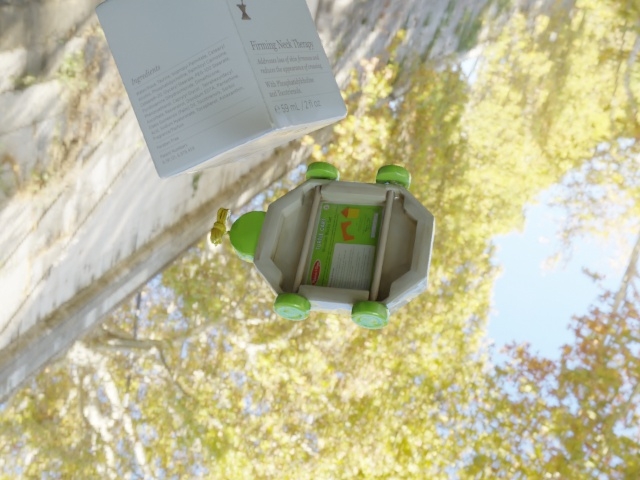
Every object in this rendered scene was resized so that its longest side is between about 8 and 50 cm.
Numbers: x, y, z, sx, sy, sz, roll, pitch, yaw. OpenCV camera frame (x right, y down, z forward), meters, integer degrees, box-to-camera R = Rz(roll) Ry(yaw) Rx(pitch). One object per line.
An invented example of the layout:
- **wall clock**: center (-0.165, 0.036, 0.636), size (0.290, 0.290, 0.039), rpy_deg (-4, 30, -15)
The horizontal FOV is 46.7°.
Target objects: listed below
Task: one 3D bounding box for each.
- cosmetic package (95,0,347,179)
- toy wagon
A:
- **cosmetic package**: center (-0.206, -0.383, 1.606), size (0.327, 0.394, 0.329), rpy_deg (-18, -175, 32)
- **toy wagon**: center (0.000, 0.000, 1.153), size (0.344, 0.068, 0.267), rpy_deg (4, -122, 14)
